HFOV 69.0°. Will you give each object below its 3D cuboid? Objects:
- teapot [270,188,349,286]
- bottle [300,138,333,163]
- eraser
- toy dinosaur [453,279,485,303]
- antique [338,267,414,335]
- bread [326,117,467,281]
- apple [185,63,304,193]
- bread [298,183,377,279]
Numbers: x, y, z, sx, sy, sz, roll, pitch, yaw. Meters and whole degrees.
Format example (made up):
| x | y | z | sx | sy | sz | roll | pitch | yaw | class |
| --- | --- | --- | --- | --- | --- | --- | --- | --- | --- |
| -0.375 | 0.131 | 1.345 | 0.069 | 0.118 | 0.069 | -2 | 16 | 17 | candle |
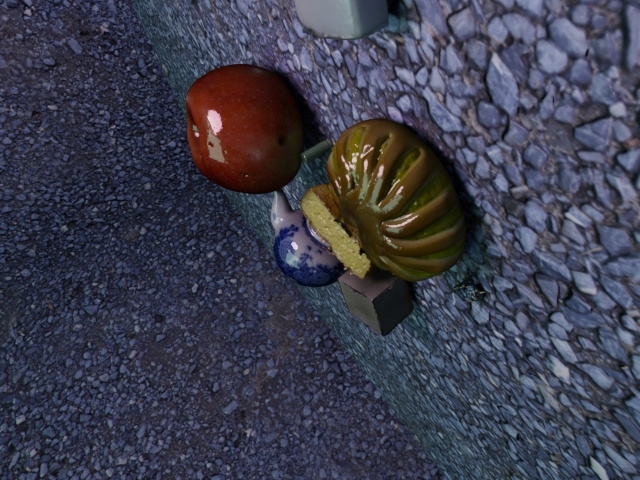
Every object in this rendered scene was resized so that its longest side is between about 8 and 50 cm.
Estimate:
| x | y | z | sx | sy | sz | roll | pitch | yaw | class |
| --- | --- | --- | --- | --- | --- | --- | --- | --- | --- |
| 0.000 | 0.000 | 1.386 | 0.424 | 0.252 | 0.280 | 39 | 128 | -2 | teapot |
| -0.009 | -0.227 | 1.177 | 0.030 | 0.083 | 0.030 | 52 | 165 | 20 | bottle |
| 0.000 | -0.442 | 0.647 | 0.189 | 0.104 | 0.290 | 50 | 164 | 44 | eraser |
| 0.303 | 0.108 | 0.955 | 0.047 | 0.030 | 0.083 | 59 | 166 | 4 | toy dinosaur |
| 0.158 | 0.145 | 1.273 | 0.152 | 0.148 | 0.146 | 29 | 146 | 47 | antique |
| 0.131 | -0.069 | 0.892 | 0.333 | 0.160 | 0.333 | 50 | 163 | 21 | bread |
| -0.202 | -0.286 | 1.235 | 0.348 | 0.277 | 0.348 | 41 | 138 | 53 | apple |
| 0.076 | -0.042 | 1.187 | 0.260 | 0.147 | 0.160 | 50 | 156 | 14 | bread |
